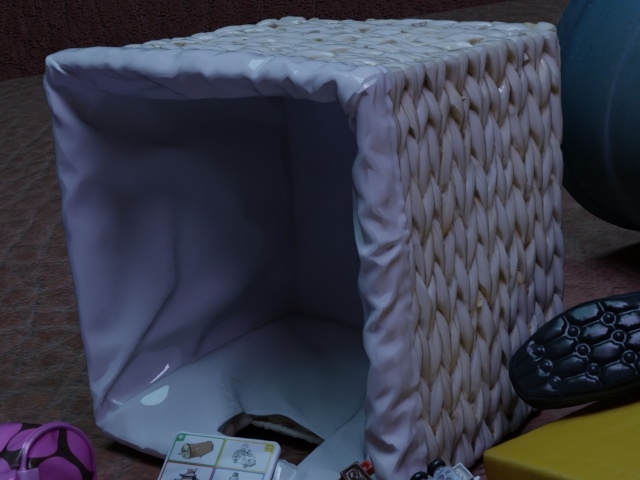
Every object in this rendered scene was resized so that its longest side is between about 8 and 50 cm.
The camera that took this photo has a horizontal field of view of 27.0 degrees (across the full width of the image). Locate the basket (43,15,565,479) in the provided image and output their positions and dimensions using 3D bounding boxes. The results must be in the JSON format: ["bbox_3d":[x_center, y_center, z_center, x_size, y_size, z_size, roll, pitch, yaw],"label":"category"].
[{"bbox_3d":[0.000,0.000,1.036,0.328,0.331,0.266,10,21,41],"label":"basket"}]

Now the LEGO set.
[{"bbox_3d":[0.000,0.213,0.812,0.244,0.060,0.182,2,50,20],"label":"LEGO set"}]

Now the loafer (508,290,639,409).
[{"bbox_3d":[0.245,0.072,0.974,0.223,0.078,0.076,-22,62,-3],"label":"loafer"}]

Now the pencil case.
[{"bbox_3d":[-0.277,0.174,0.998,0.209,0.095,0.098,-2,-15,22],"label":"pencil case"}]

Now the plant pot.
[{"bbox_3d":[0.424,-0.099,1.165,0.341,0.341,0.334,-14,29,-16],"label":"plant pot"}]

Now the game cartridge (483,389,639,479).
[{"bbox_3d":[0.313,0.124,0.868,0.324,0.052,0.285,-19,8,-22],"label":"game cartridge"}]
